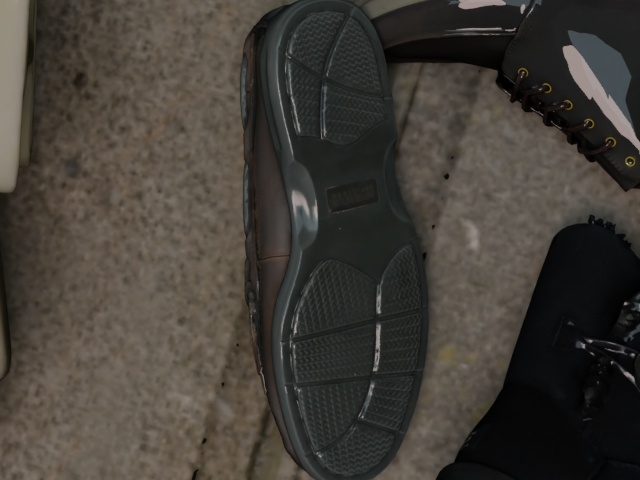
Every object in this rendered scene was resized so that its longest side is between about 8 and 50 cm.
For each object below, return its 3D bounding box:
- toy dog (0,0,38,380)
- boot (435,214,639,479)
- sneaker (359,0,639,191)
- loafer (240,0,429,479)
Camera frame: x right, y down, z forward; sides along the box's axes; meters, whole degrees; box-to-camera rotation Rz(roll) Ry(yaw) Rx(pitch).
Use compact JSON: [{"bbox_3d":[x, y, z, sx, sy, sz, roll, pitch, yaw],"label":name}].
[{"bbox_3d":[-0.354,-0.060,0.937,0.408,0.284,0.395,5,105,-8],"label":"toy dog"},{"bbox_3d":[0.196,0.118,0.954,0.246,0.094,0.207,32,59,3],"label":"boot"},{"bbox_3d":[0.128,-0.085,1.018,0.222,0.083,0.118,-1,87,3],"label":"sneaker"},{"bbox_3d":[0.000,0.000,1.025,0.096,0.084,0.267,-5,94,-27],"label":"loafer"}]
